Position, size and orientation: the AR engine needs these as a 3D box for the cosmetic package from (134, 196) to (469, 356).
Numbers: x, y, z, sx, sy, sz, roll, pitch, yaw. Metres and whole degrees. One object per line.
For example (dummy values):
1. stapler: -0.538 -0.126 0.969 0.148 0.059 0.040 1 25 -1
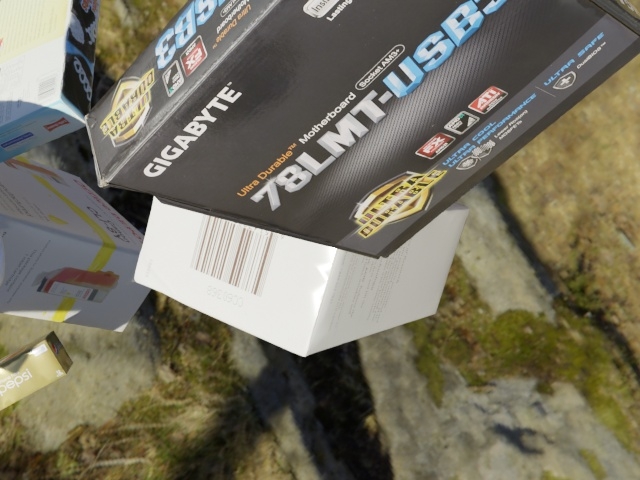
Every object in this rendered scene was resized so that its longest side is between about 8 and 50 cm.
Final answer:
1. cosmetic package: 0.000 0.000 1.060 0.217 0.156 0.385 21 12 21

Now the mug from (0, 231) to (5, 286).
1. mug: -0.503 0.016 0.977 0.374 0.328 0.276 -95 161 -62

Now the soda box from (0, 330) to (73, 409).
1. soda box: -0.440 0.197 1.305 0.181 0.061 0.058 -28 99 -1

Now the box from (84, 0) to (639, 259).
1. box: 0.040 -0.113 0.662 0.293 0.295 0.073 14 46 -47

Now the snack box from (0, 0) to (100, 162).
1. snack box: -0.383 -0.256 1.242 0.060 0.187 0.321 46 32 -49

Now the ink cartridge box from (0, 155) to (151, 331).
1. ink cartridge box: -0.469 -0.015 1.478 0.279 0.160 0.385 39 8 28
